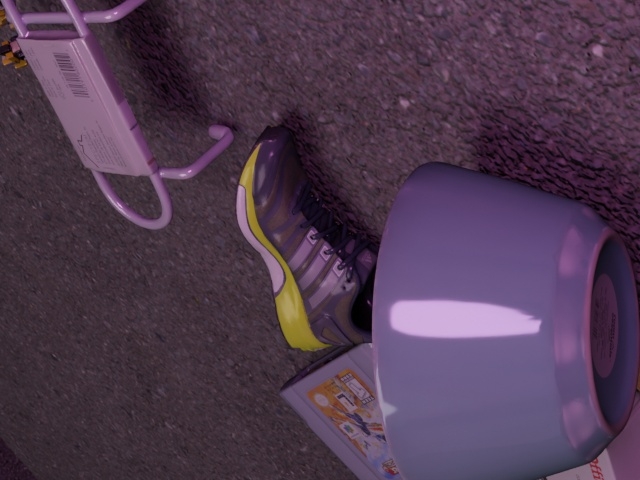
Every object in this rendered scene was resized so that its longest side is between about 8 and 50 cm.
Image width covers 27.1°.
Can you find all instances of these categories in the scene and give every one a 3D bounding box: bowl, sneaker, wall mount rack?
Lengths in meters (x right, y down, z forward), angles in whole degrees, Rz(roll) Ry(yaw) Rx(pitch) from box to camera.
[{"bbox_3d":[0.179,0.081,1.164,0.163,0.311,0.311,-2,129,27],"label":"bowl"},{"bbox_3d":[0.000,0.000,1.451,0.121,0.111,0.300,2,132,28],"label":"sneaker"},{"bbox_3d":[-0.259,-0.188,1.501,0.304,0.130,0.350,9,134,41],"label":"wall mount rack"}]

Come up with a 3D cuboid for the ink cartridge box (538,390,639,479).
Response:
[{"bbox_3d":[0.252,0.216,1.401,0.203,0.086,0.148,12,136,44],"label":"ink cartridge box"}]

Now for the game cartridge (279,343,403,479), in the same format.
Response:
[{"bbox_3d":[0.076,0.215,1.648,0.198,0.062,0.297,50,149,0],"label":"game cartridge"}]

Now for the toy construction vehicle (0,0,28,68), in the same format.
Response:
[{"bbox_3d":[-0.365,-0.241,1.522,0.098,0.035,0.086,126,120,-89],"label":"toy construction vehicle"}]

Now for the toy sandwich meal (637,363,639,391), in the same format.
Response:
[{"bbox_3d":[0.333,0.131,1.262,0.085,0.029,0.085,26,142,23],"label":"toy sandwich meal"}]
